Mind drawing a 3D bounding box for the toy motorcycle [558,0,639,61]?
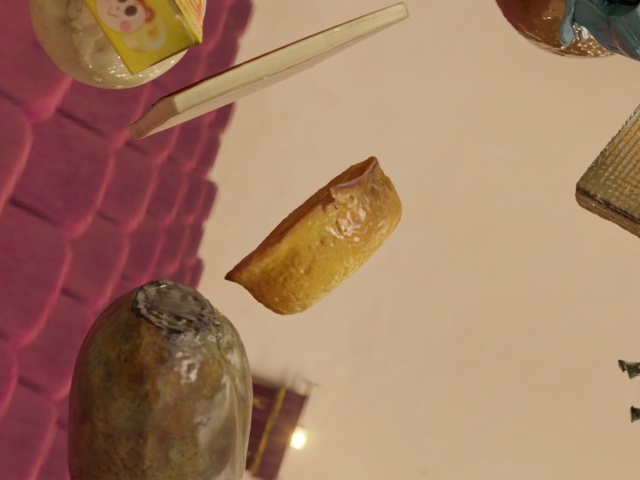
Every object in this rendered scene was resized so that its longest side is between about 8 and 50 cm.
[{"bbox_3d":[0.349,-0.201,1.211,0.123,0.272,0.182,-49,-174,1],"label":"toy motorcycle"}]

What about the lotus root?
[{"bbox_3d":[-0.206,0.224,1.517,0.250,0.250,0.346,-79,177,-62],"label":"lotus root"}]

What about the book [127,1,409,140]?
[{"bbox_3d":[-0.075,-0.184,1.349,0.028,0.262,0.374,68,-14,-6],"label":"book"}]

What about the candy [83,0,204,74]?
[{"bbox_3d":[-0.197,-0.305,1.310,0.146,0.088,0.276,60,11,-30],"label":"candy"}]

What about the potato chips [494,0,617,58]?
[{"bbox_3d":[0.304,-0.266,1.435,0.208,0.195,0.062,50,47,-60],"label":"potato chips"}]

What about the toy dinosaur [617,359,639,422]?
[{"bbox_3d":[0.394,0.173,1.376,0.292,0.120,0.079,9,74,-61],"label":"toy dinosaur"}]

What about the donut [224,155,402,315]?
[{"bbox_3d":[0.002,0.000,1.117,0.174,0.074,0.190,-39,-176,23],"label":"donut"}]

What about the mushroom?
[{"bbox_3d":[-0.271,-0.327,1.571,0.202,0.246,0.246,48,-47,35],"label":"mushroom"}]

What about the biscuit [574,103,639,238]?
[{"bbox_3d":[0.431,-0.045,1.337,0.150,0.252,0.052,-51,153,-15],"label":"biscuit"}]
